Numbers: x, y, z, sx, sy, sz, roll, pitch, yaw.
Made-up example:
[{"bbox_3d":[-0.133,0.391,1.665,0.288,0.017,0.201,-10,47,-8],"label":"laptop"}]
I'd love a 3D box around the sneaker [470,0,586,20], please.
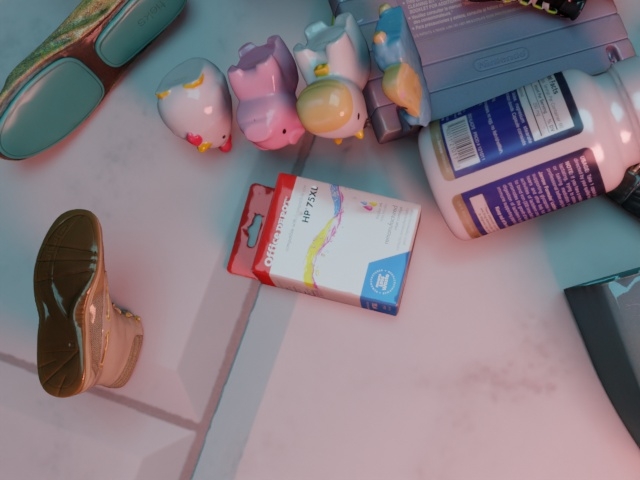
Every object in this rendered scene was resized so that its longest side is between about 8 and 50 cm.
[{"bbox_3d":[0.292,-0.319,1.002,0.235,0.084,0.097,-16,81,-9],"label":"sneaker"}]

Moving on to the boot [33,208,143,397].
[{"bbox_3d":[-0.272,0.077,0.979,0.077,0.165,0.213,-1,83,10],"label":"boot"}]

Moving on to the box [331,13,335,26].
[{"bbox_3d":[0.069,-0.285,1.102,0.109,0.042,0.178,4,77,3],"label":"box"}]

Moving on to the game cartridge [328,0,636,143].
[{"bbox_3d":[0.207,-0.279,1.057,0.355,0.068,0.230,-16,76,-9],"label":"game cartridge"}]

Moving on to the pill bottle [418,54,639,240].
[{"bbox_3d":[0.262,-0.110,0.956,0.265,0.153,0.153,-20,75,17],"label":"pill bottle"}]

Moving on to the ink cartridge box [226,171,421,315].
[{"bbox_3d":[0.000,0.000,1.021,0.231,0.078,0.134,13,78,8],"label":"ink cartridge box"}]

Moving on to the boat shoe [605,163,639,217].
[{"bbox_3d":[0.468,-0.175,1.003,0.119,0.121,0.335,31,83,6],"label":"boat shoe"}]

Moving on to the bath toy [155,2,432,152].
[{"bbox_3d":[-0.044,-0.172,0.993,0.349,0.129,0.151,-6,43,28],"label":"bath toy"}]

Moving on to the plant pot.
[{"bbox_3d":[0.407,0.141,0.917,0.166,0.165,0.234,-15,84,1],"label":"plant pot"}]

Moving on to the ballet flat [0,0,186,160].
[{"bbox_3d":[-0.327,-0.253,1.101,0.123,0.123,0.348,42,84,12],"label":"ballet flat"}]
